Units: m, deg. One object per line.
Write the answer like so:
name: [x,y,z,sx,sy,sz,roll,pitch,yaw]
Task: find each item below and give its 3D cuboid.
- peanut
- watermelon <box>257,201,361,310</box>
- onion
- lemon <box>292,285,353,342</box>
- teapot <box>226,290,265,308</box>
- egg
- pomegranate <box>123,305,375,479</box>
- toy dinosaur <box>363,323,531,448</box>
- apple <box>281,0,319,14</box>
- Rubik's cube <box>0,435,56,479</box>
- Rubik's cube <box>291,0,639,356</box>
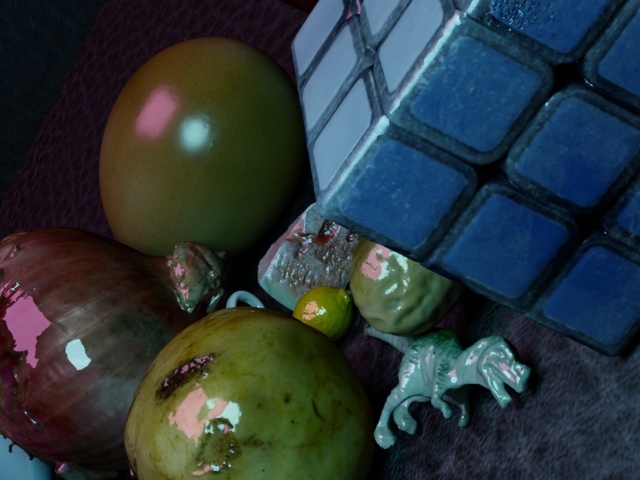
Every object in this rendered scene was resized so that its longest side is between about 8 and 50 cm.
peanut: [0.115,-0.013,1.709,0.236,0.110,0.120,-52,-23,-19]
watermelon: [-0.006,0.021,2.019,0.158,0.098,0.121,-42,31,38]
onion: [-0.284,0.135,2.172,0.353,0.354,0.353,-50,26,34]
lemon: [0.004,0.081,1.968,0.083,0.062,0.062,-40,29,22]
teapot: [-0.084,0.150,2.058,0.145,0.092,0.226,-44,28,37]
egg: [-0.151,-0.101,2.272,0.322,0.250,0.250,-60,21,28]
pomegranate: [-0.068,0.194,1.780,0.260,0.260,0.260,-50,26,34]
toy dinosaur: [0.078,0.138,1.721,0.129,0.076,0.383,-61,24,-10]
apple: [0.075,-0.355,1.967,0.288,0.317,0.288,1,91,54]
Rubik's cube: [-0.529,0.310,2.438,0.352,0.347,0.351,-112,23,-69]
Rubik's cube: [0.181,-0.145,1.468,0.305,0.301,0.303,-54,23,23]
